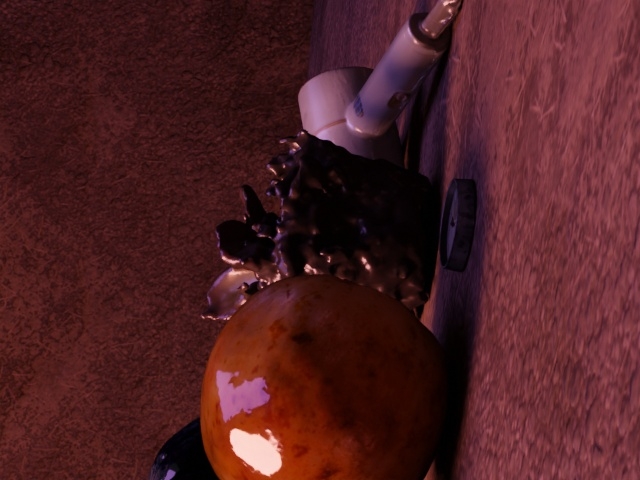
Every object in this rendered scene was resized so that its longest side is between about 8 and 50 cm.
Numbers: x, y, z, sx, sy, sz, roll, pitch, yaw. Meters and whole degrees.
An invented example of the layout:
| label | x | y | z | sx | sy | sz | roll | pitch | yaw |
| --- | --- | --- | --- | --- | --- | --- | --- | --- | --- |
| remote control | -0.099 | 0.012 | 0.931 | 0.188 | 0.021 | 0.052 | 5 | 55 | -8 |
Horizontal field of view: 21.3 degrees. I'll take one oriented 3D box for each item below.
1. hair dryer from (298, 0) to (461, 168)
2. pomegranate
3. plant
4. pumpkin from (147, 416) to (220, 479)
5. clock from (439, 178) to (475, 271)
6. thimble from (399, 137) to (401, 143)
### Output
| label | x | y | z | sx | sy | sz | roll | pitch | yaw |
| --- | --- | --- | --- | --- | --- | --- | --- | --- | --- |
| hair dryer | 0.078 | -0.157 | 1.815 | 0.357 | 0.107 | 0.173 | 123 | 140 | -56 |
| pomegranate | 0.003 | 0.140 | 1.498 | 0.248 | 0.248 | 0.248 | -173 | 90 | -85 |
| plant | 0.000 | 0.000 | 1.734 | 0.204 | 0.234 | 0.178 | 94 | -174 | -60 |
| pumpkin | -0.081 | 0.368 | 1.931 | 0.363 | 0.266 | 0.363 | -169 | 90 | -83 |
| clock | 0.121 | -0.014 | 1.510 | 0.085 | 0.017 | 0.085 | -173 | 90 | -85 |
| thimble | 0.049 | -0.096 | 2.034 | 0.104 | 0.095 | 0.066 | 82 | -167 | -64 |
